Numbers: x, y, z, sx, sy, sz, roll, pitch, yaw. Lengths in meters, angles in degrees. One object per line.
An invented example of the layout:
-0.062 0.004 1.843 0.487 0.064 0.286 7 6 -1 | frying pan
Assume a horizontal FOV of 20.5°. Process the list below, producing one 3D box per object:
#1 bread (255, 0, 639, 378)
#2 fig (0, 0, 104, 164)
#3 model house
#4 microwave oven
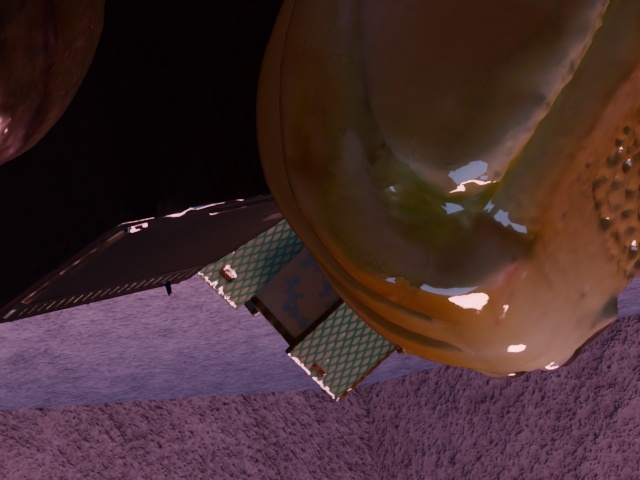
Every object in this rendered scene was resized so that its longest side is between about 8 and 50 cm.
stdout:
0.089 -0.103 0.909 0.211 0.315 0.270 31 174 30 | bread
-0.156 -0.169 0.664 0.217 0.217 0.321 -1 139 -37 | fig
0.000 0.000 1.361 0.178 0.206 0.271 -41 173 -3 | model house
-0.121 -0.073 1.089 0.178 0.188 0.247 -9 167 -33 | microwave oven
